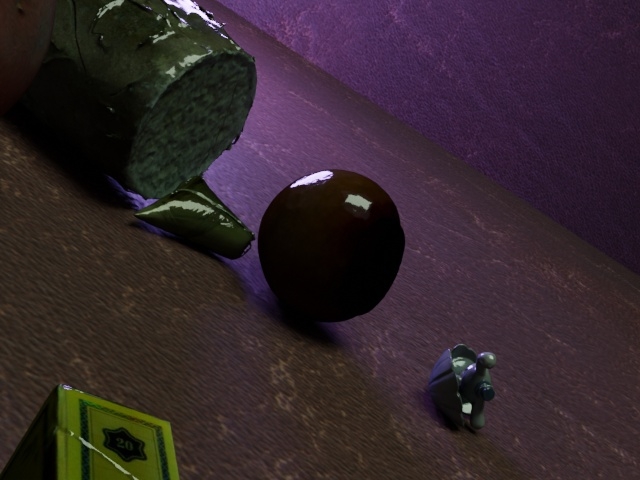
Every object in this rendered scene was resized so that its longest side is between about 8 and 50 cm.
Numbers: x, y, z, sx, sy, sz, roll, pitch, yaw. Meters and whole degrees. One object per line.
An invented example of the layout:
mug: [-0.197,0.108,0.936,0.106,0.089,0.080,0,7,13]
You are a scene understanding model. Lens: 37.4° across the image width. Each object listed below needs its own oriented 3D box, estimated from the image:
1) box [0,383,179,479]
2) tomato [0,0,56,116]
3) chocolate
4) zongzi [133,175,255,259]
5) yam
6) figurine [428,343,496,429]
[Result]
box: [-0.104,0.175,0.351,0.064,0.141,0.220,26,19,-24]
tomato: [-0.335,-0.197,0.748,0.224,0.256,0.256,12,13,10]
chocolate: [0.000,0.000,1.029,0.177,0.177,0.177,31,16,-10]
zongzi: [-0.133,-0.011,1.010,0.104,0.052,0.113,42,30,5]
yam: [-0.248,-0.221,1.062,0.348,0.241,0.241,42,18,18]
figurine: [0.160,0.161,1.032,0.082,0.094,0.086,-11,-1,-14]
